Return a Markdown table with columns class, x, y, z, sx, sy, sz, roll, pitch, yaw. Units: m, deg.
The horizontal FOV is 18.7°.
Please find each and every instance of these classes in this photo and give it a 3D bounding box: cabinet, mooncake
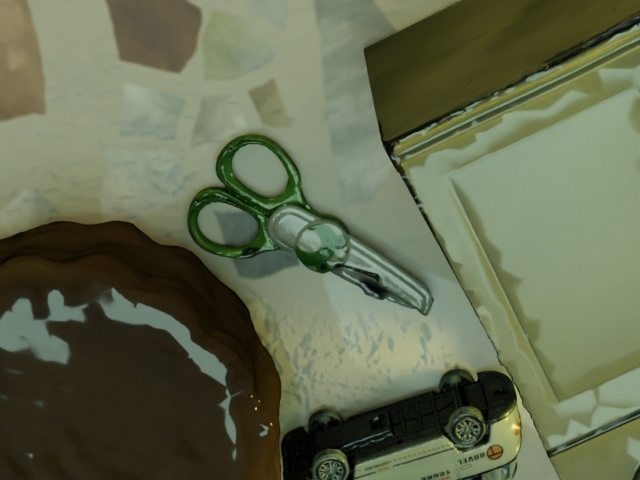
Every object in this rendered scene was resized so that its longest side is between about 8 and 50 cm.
| class | x | y | z | sx | sy | sz | roll | pitch | yaw |
| --- | --- | --- | --- | --- | --- | --- | --- | --- | --- |
| cabinet | 0.206 | -0.020 | 1.375 | 0.227 | 0.290 | 0.318 | -27 | 106 | 7 |
| mooncake | -0.183 | 0.145 | 1.472 | 0.324 | 0.187 | 0.324 | 0 | 105 | 1 |

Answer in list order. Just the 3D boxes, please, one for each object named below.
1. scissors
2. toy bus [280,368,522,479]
| class | x | y | z | sx | sy | sz | roll | pitch | yaw |
| --- | --- | --- | --- | --- | --- | --- | --- | --- | --- |
| scissors | 0.000 | 0.000 | 1.512 | 0.204 | 0.027 | 0.101 | 29 | 107 | -7 |
| toy bus | 0.070 | 0.171 | 1.538 | 0.194 | 0.087 | 0.089 | -18 | 113 | 4 |
